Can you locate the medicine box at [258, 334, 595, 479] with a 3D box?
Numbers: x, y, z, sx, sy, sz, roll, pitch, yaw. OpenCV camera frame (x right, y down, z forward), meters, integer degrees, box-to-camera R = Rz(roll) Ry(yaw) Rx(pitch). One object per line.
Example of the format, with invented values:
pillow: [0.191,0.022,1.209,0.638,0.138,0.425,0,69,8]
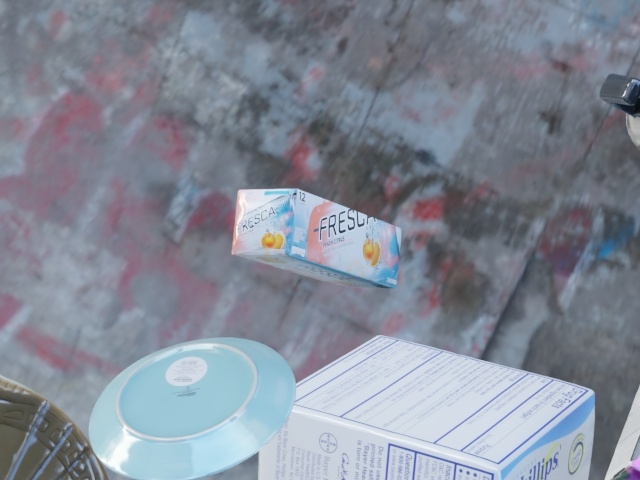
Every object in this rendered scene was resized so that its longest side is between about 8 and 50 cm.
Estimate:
medicine box: [0.119,0.236,1.698,0.289,0.263,0.149,13,110,29]

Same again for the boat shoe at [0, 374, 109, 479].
boat shoe: [-0.327,0.175,1.465,0.302,0.109,0.098,41,162,-19]

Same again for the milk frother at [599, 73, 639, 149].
milk frother: [0.356,-0.151,1.475,0.129,0.135,0.143,43,92,-9]

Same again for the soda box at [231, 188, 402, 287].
soda box: [0.000,0.000,1.339,0.063,0.183,0.058,1,81,32]

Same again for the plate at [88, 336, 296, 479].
plate: [-0.115,0.138,1.347,0.188,0.188,0.024,-1,127,19]

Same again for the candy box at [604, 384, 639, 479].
candy box: [0.384,0.163,1.463,0.159,0.233,0.071,29,152,-1]
